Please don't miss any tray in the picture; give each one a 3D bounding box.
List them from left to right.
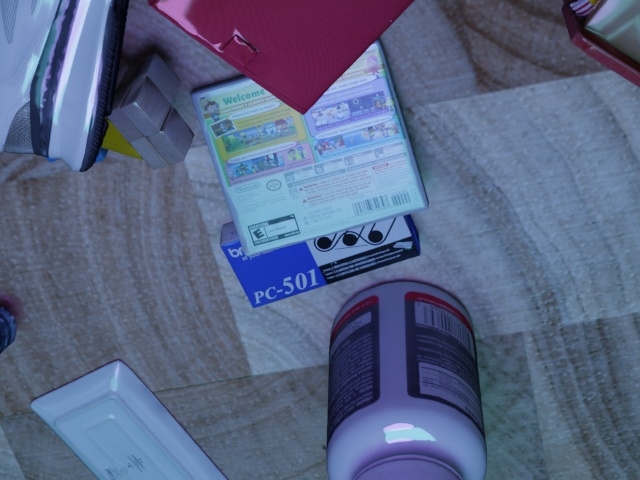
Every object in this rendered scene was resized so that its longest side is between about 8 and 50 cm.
[{"bbox_3d":[-0.236,0.275,1.863,0.145,0.030,0.270,-26,121,18],"label":"tray"}]

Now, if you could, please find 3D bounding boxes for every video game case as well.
[{"bbox_3d":[-0.010,-0.098,1.574,0.212,0.023,0.193,-15,107,11],"label":"video game case"}]

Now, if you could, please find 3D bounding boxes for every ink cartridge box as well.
[{"bbox_3d":[0.000,0.000,1.658,0.207,0.046,0.097,-18,122,13],"label":"ink cartridge box"}]

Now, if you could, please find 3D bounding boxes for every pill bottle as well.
[{"bbox_3d":[0.095,0.206,1.634,0.176,0.318,0.176,1,126,1],"label":"pill bottle"}]

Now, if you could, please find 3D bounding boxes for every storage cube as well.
[{"bbox_3d":[-0.027,-0.275,1.381,0.215,0.184,0.193,35,118,-21],"label":"storage cube"}]

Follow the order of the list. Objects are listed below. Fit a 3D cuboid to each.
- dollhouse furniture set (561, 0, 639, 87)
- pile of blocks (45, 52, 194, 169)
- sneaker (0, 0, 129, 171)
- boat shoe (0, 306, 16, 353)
[{"bbox_3d":[0.230,-0.328,1.366,0.374,0.152,0.201,30,120,-15],"label":"dollhouse furniture set"},{"bbox_3d":[-0.301,-0.170,1.513,0.362,0.113,0.149,22,135,-5],"label":"pile of blocks"},{"bbox_3d":[-0.291,-0.298,1.317,0.257,0.169,0.448,10,101,-6],"label":"sneaker"},{"bbox_3d":[-0.420,0.142,1.754,0.065,0.083,0.183,50,143,-2],"label":"boat shoe"}]
